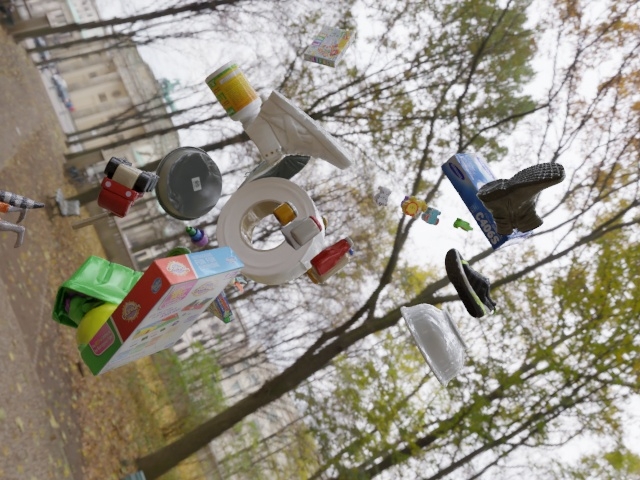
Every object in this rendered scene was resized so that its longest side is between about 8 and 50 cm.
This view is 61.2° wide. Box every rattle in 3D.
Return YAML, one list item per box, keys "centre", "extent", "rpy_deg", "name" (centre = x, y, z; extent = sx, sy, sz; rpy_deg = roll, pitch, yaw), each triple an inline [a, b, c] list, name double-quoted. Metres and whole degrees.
- centre: [-0.410, 0.135, 2.369]
  extent: [0.200, 0.130, 0.142]
  rpy_deg: [38, -46, 13]
  name: "rattle"

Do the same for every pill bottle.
- centre: [-0.308, -0.534, 2.027]
  extent: [0.245, 0.136, 0.136]
  rpy_deg: [55, -15, -16]
  name: "pill bottle"

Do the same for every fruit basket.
- centre: [-0.646, 0.264, 1.679]
  extent: [0.283, 0.392, 0.392]
  rpy_deg: [-50, -119, 45]
  name: "fruit basket"

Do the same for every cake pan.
- centre: [-0.498, -0.218, 2.093]
  extent: [0.054, 0.293, 0.293]
  rpy_deg: [11, -56, 43]
  name: "cake pan"

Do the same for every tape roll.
- centre: [-0.134, -0.025, 1.476]
  extent: [0.286, 0.286, 0.100]
  rpy_deg: [60, 1, 23]
  name: "tape roll"

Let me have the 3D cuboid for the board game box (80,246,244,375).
- centre: [-0.343, 0.151, 1.192]
  extent: [0.316, 0.242, 0.064]
  rpy_deg: [-46, -105, 23]
  name: "board game box"

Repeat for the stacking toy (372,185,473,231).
- centre: [0.259, -0.072, 1.391]
  extent: [0.167, 0.221, 0.052]
  rpy_deg: [33, -79, 61]
  name: "stacking toy"

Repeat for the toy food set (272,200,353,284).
- centre: [0.000, 0.000, 1.132]
  extent: [0.111, 0.104, 0.232]
  rpy_deg: [37, -20, 49]
  name: "toy food set"

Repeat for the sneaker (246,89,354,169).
- centre: [-0.062, -0.249, 1.464]
  extent: [0.292, 0.169, 0.108]
  rpy_deg: [40, 13, 4]
  name: "sneaker"

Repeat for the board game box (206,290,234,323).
- centre: [-0.359, 0.185, 1.789]
  extent: [0.201, 0.035, 0.136]
  rpy_deg: [17, -51, 57]
  name: "board game box"

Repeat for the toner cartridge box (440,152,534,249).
- centre: [0.569, -0.141, 1.851]
  extent: [0.075, 0.165, 0.347]
  rpy_deg: [-46, -116, 43]
  name: "toner cartridge box"

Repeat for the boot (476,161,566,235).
- centre: [0.552, -0.103, 1.428]
  extent: [0.247, 0.083, 0.161]
  rpy_deg: [-18, -62, 46]
  name: "boot"

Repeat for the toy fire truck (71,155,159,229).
- centre: [-0.598, -0.112, 1.548]
  extent: [0.159, 0.246, 0.217]
  rpy_deg: [27, 1, -12]
  name: "toy fire truck"

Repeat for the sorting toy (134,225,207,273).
- centre: [-0.604, 0.072, 2.095]
  extent: [0.127, 0.365, 0.126]
  rpy_deg: [45, -3, 40]
  name: "sorting toy"

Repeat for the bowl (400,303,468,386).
- centre: [0.396, 0.323, 1.794]
  extent: [0.297, 0.134, 0.298]
  rpy_deg: [58, 10, -17]
  name: "bowl"

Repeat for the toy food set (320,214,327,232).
- centre: [-0.010, -0.052, 1.966]
  extent: [0.083, 0.020, 0.082]
  rpy_deg: [26, -77, 35]
  name: "toy food set"

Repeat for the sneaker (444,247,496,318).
- centre: [0.460, 0.124, 1.646]
  extent: [0.234, 0.097, 0.084]
  rpy_deg: [66, -14, 4]
  name: "sneaker"

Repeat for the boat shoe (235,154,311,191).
- centre: [-0.174, -0.233, 1.880]
  extent: [0.118, 0.320, 0.103]
  rpy_deg: [41, 9, -38]
  name: "boat shoe"

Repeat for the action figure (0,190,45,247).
- centre: [-0.963, -0.156, 1.504]
  extent: [0.330, 0.179, 0.341]
  rpy_deg: [43, 14, -36]
  name: "action figure"

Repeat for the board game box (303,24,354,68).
- centre: [0.028, -0.594, 1.653]
  extent: [0.104, 0.154, 0.026]
  rpy_deg: [19, -32, 15]
  name: "board game box"
